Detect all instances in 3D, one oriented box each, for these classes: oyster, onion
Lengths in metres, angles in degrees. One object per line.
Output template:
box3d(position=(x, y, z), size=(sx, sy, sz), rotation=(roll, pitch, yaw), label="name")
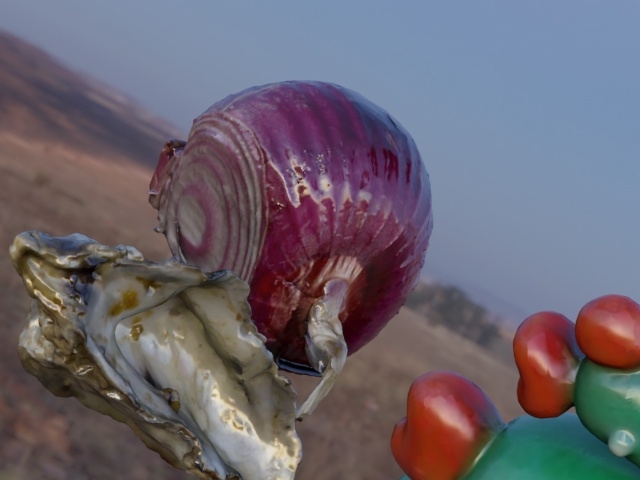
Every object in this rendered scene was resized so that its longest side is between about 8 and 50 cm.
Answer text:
box3d(position=(-0.131, 0.090, 1.322), size=(0.341, 0.166, 0.110), rotation=(29, -12, -39), label="oyster")
box3d(position=(-0.007, -0.025, 1.540), size=(0.272, 0.230, 0.256), rotation=(42, 18, 15), label="onion")

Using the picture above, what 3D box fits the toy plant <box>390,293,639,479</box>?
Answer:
box3d(position=(0.205, 0.170, 0.754), size=(0.400, 0.185, 0.279), rotation=(12, -18, 26), label="toy plant")
